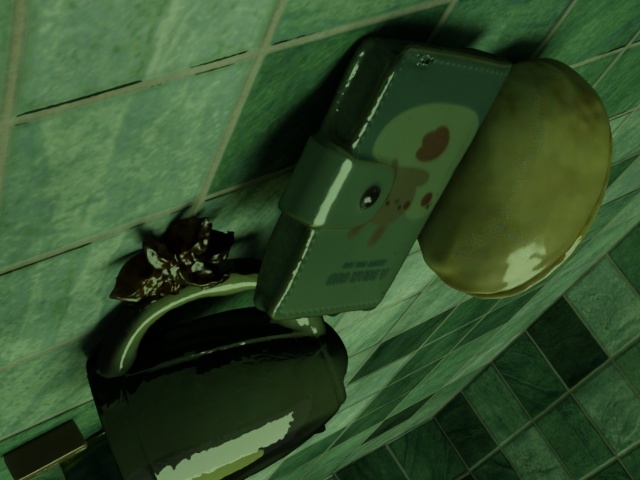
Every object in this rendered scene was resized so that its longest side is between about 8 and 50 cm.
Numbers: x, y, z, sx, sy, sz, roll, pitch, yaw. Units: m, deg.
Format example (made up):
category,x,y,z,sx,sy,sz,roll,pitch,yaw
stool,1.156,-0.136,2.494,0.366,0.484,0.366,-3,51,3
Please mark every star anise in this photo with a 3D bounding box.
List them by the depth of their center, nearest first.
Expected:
category,x,y,z,sx,sy,sz,roll,pitch,yaw
star anise,-0.169,0.024,1.189,0.168,0.057,0.168,-23,153,-12

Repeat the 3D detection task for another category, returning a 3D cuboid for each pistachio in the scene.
category,x,y,z,sx,sy,sz,roll,pitch,yaw
pistachio,0.241,-0.081,1.341,0.321,0.238,0.229,-66,154,0

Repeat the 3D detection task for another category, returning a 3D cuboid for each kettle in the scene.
category,x,y,z,sx,sy,sz,roll,pitch,yaw
kettle,-0.126,0.168,1.360,0.324,0.228,0.321,-21,120,-8

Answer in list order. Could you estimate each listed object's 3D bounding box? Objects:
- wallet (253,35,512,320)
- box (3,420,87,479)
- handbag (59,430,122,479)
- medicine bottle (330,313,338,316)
category,x,y,z,sx,sy,sz,roll,pitch,yaw
wallet,0.060,-0.064,1.180,0.252,0.083,0.360,-2,125,-49
box,-0.404,0.311,1.535,0.115,0.048,0.025,-27,157,-23
handbag,-0.268,0.416,1.733,0.263,0.241,0.222,-33,162,-7
medicine bottle,0.000,0.000,1.359,0.079,0.124,0.258,-27,149,-20
